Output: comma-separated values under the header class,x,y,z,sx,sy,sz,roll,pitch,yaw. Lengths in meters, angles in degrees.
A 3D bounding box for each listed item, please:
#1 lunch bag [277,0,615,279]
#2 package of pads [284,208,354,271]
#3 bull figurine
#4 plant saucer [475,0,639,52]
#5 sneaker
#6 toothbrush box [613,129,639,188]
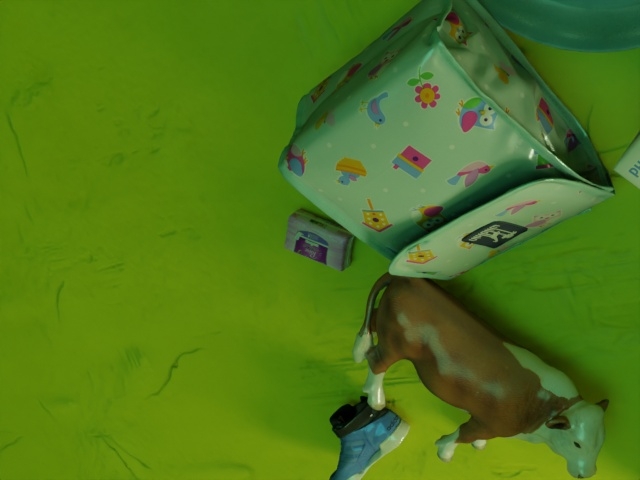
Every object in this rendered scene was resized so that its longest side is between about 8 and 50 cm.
class,x,y,z,sx,sy,sz,roll,pitch,yaw
lunch bag,0.128,-0.079,0.900,0.262,0.160,0.223,42,128,-20
package of pads,0.000,0.000,1.095,0.083,0.032,0.050,21,122,20
bull figurine,0.170,0.161,1.031,0.310,0.101,0.188,42,130,6
plant saucer,0.217,-0.306,0.757,0.317,0.044,0.318,23,141,20
sneaker,0.039,0.259,1.185,0.084,0.058,0.152,41,124,0
toothbrush box,0.414,-0.058,0.717,0.283,0.122,0.206,37,152,9
